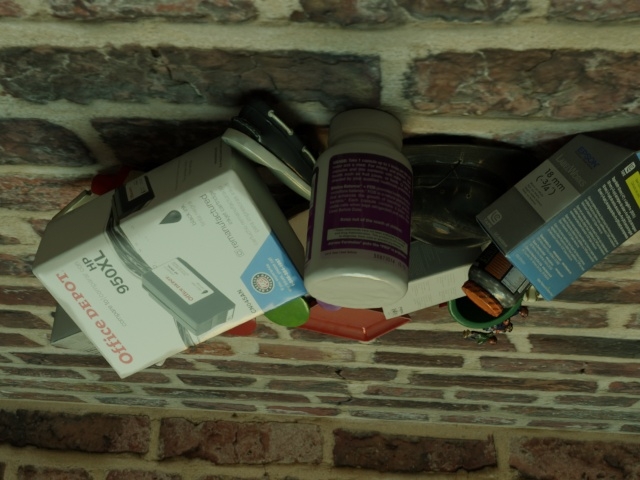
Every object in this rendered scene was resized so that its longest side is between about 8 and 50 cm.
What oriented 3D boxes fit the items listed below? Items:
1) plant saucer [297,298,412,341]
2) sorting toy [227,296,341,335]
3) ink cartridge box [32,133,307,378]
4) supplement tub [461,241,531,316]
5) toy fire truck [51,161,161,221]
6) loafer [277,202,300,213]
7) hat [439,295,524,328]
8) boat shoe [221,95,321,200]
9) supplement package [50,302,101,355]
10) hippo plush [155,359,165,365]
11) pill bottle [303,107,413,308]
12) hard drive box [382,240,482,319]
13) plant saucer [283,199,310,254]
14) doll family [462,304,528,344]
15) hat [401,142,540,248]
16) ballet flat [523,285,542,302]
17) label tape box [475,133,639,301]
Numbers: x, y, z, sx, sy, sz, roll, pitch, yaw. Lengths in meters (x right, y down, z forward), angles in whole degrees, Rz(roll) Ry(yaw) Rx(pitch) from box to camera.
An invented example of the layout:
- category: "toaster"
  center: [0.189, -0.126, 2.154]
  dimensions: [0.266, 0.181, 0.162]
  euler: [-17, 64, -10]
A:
- category: "plant saucer"
  center: [0.073, 0.199, 2.362]
  dimensions: [0.258, 0.047, 0.259]
  euler: [14, 156, -21]
- category: "sorting toy"
  center: [-0.094, 0.131, 2.163]
  dimensions: [0.366, 0.126, 0.127]
  euler: [-13, 124, 28]
- category: "ink cartridge box"
  center: [-0.259, 0.032, 1.575]
  dimensions: [0.395, 0.166, 0.285]
  euler: [-25, 119, 10]
- category: "supplement tub"
  center: [0.372, 0.050, 1.745]
  dimensions: [0.117, 0.190, 0.117]
  euler: [41, 176, 4]
- category: "toy fire truck"
  center: [-0.386, -0.054, 1.763]
  dimensions: [0.246, 0.158, 0.217]
  euler: [14, 159, 32]
- category: "loafer"
  center: [-0.056, 0.018, 1.895]
  dimensions: [0.109, 0.095, 0.302]
  euler: [6, 157, 2]
- category: "hat"
  center: [0.358, 0.096, 2.092]
  dimensions: [0.208, 0.183, 0.173]
  euler: [-28, 115, 8]
- category: "boat shoe"
  center: [-0.045, -0.142, 1.516]
  dimensions: [0.114, 0.091, 0.302]
  euler: [27, 175, 33]
- category: "supplement package"
  center: [-0.520, 0.149, 2.152]
  dimensions: [0.145, 0.204, 0.262]
  euler: [22, 152, -37]
- category: "hippo plush"
  center: [-0.309, 0.087, 2.038]
  dimensions: [0.294, 0.234, 0.236]
  euler: [-28, 113, 26]
- category: "pill bottle"
  center: [0.066, -0.055, 1.437]
  dimensions: [0.169, 0.301, 0.169]
  euler: [4, 157, 2]
- category: "hard drive box"
  center: [0.230, 0.071, 1.891]
  dimensions: [0.232, 0.089, 0.181]
  euler: [-16, 154, 3]
- category: "plant saucer"
  center: [0.000, 0.000, 1.785]
  dimensions: [0.311, 0.050, 0.310]
  euler: [-15, 148, -9]
- category: "doll family"
  center: [0.458, 0.212, 2.289]
  dimensions: [0.111, 0.076, 0.193]
  euler: [17, 152, -16]
- category: "hat"
  center: [0.242, -0.061, 1.611]
  dimensions: [0.331, 0.134, 0.331]
  euler: [4, 156, 2]
- category: "ballet flat"
  center: [0.492, 0.103, 2.028]
  dimensions: [0.074, 0.074, 0.203]
  euler: [13, 156, -19]
- category: "label tape box"
  center: [0.466, -0.066, 1.540]
  dimensions: [0.334, 0.106, 0.240]
  euler: [-39, 143, 10]
